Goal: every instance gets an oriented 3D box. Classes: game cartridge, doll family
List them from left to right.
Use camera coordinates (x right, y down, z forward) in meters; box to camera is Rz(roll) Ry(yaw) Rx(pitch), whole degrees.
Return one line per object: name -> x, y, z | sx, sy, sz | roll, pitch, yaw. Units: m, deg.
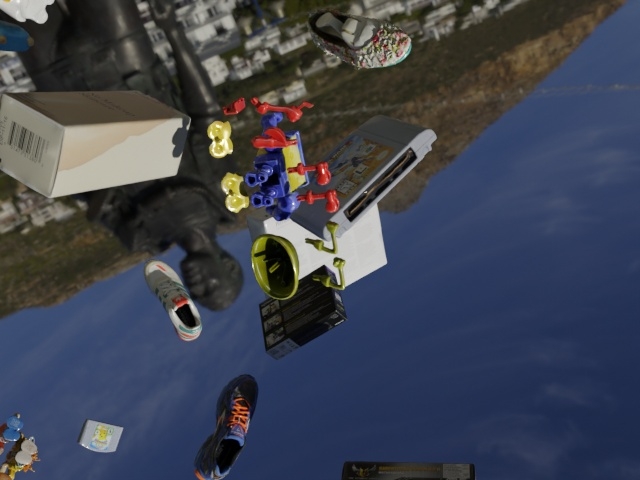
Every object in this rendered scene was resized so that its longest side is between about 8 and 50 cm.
doll family -> -0.683, 0.507, 1.569 | 0.163, 0.118, 0.262 | -32, -151, 51
game cartridge -> -0.429, 0.382, 1.429 | 0.017, 0.083, 0.055 | 7, -105, 48
game cartridge -> 0.068, -0.133, 1.457 | 0.297, 0.062, 0.198 | -44, -142, -10

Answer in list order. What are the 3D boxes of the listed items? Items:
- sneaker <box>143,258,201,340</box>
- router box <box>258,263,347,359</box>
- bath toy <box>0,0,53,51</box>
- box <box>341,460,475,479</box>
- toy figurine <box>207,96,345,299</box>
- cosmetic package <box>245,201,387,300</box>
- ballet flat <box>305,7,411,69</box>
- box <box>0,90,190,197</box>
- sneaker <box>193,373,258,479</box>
sneaker -> -0.252, 0.097, 1.277 | 0.057, 0.161, 0.075 | -28, 174, -25
router box -> -0.040, 0.148, 1.520 | 0.179, 0.046, 0.133 | -31, -137, 17
bath toy -> -0.537, -0.518, 1.305 | 0.348, 0.129, 0.151 | -57, 161, 18
box -> 0.161, 0.479, 1.304 | 0.231, 0.183, 0.056 | -3, -152, 12
toy figurine -> -0.043, -0.103, 1.311 | 0.191, 0.362, 0.217 | -7, -157, 17
cosmetic package -> 0.000, 0.000, 1.988 | 0.377, 0.284, 0.097 | -26, -151, -33
ballet flat -> 0.049, -0.338, 1.213 | 0.241, 0.077, 0.091 | 28, -95, 52
box -> -0.377, -0.172, 1.241 | 0.148, 0.121, 0.311 | 27, -158, 18
sneaker -> -0.170, 0.372, 1.447 | 0.087, 0.083, 0.221 | -15, -128, 59
